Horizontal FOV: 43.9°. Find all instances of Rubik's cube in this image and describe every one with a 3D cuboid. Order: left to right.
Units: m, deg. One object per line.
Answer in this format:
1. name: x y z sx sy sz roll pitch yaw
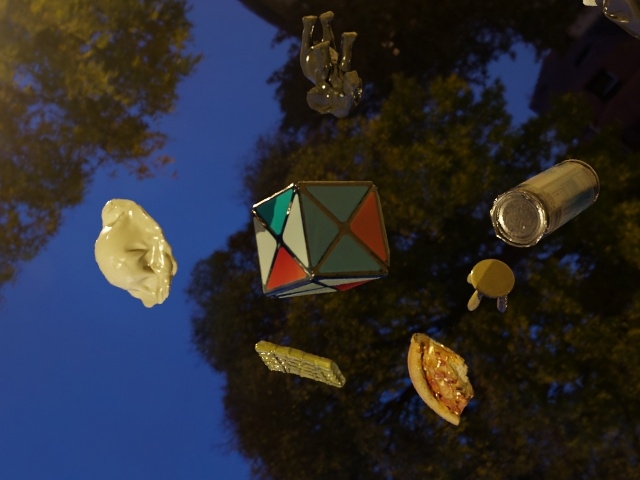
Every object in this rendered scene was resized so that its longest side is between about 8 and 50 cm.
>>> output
1. Rubik's cube: 0.000 0.000 1.987 0.248 0.250 0.246 -1 -103 -34

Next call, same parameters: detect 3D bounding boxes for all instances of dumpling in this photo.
1. dumpling: -0.397 0.027 1.741 0.147 0.193 0.258 -31 -74 -47

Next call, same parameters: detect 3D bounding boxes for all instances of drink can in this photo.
1. drink can: 0.375 -0.065 1.312 0.097 0.097 0.235 47 -140 15

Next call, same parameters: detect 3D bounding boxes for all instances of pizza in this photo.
1. pizza: 0.276 0.321 1.828 0.056 0.134 0.271 -58 -41 -49

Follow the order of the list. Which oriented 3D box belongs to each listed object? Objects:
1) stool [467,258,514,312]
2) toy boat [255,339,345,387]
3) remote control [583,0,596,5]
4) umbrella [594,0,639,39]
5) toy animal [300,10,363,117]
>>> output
1. stool: 0.445 0.121 2.086 0.135 0.110 0.134 -37 -112 -19
2. toy boat: -0.027 0.163 1.046 0.115 0.063 0.016 10 -123 29
3. remote control: 0.491 -0.372 1.190 0.184 0.050 0.027 12 167 26
4. umbrella: 0.484 -0.247 1.020 0.340 0.118 0.118 47 -149 2
5. toy animal: 0.028 -0.332 1.522 0.115 0.146 0.245 -3 -140 -8
